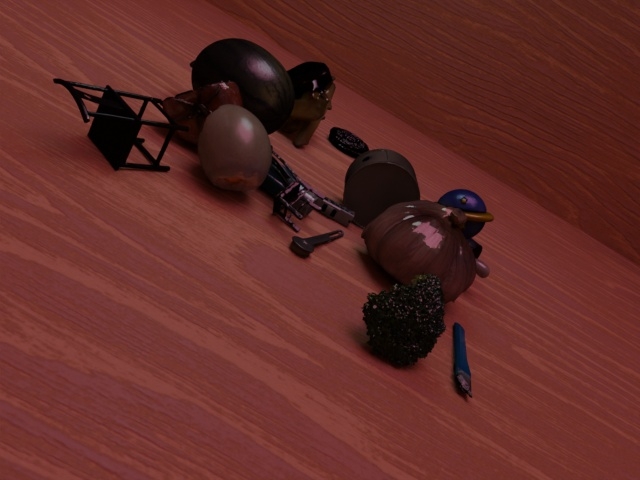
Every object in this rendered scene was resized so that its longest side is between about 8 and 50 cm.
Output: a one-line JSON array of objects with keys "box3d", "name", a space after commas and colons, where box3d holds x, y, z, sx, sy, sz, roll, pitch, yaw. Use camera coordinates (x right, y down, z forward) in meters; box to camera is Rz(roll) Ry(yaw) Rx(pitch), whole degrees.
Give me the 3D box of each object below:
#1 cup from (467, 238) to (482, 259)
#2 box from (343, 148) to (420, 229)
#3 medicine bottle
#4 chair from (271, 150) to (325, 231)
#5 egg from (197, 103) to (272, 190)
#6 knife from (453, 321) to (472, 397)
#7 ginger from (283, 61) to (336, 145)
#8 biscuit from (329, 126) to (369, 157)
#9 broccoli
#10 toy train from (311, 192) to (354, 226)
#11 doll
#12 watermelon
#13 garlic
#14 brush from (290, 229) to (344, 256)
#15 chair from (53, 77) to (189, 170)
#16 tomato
[{"box3d": [0.432, 0.030, 1.730, 0.114, 0.150, 0.138, -29, 56, -23], "name": "cup"}, {"box3d": [0.184, -0.154, 1.616, 0.226, 0.226, 0.149, 28, 25, -9], "name": "box"}, {"box3d": [-0.115, -0.173, 1.480, 0.258, 0.079, 0.124, 39, 35, 12], "name": "medicine bottle"}, {"box3d": [-0.100, -0.134, 1.369, 0.212, 0.084, 0.101, 41, 65, 11], "name": "chair"}, {"box3d": [-0.215, -0.239, 1.329, 0.183, 0.183, 0.216, 8, 73, -40], "name": "egg"}, {"box3d": [0.333, 0.272, 1.250, 0.044, 0.026, 0.296, 35, 22, -1], "name": "knife"}, {"box3d": [-0.100, -0.514, 2.018, 0.413, 0.359, 0.211, -95, 167, -60], "name": "ginger"}, {"box3d": [0.120, -0.407, 2.205, 0.195, 0.053, 0.194, 25, 27, -14], "name": "biscuit"}, {"box3d": [0.167, 0.151, 1.146, 0.194, 0.219, 0.194, 44, -8, 7], "name": "broccoli"}, {"box3d": [0.000, -0.109, 1.539, 0.208, 0.043, 0.047, 29, 25, -6], "name": "toy train"}, {"box3d": [0.372, -0.043, 1.611, 0.311, 0.242, 0.159, 9, 26, 16], "name": "doll"}, {"box3d": [-0.250, -0.477, 1.645, 0.359, 0.278, 0.279, 41, 27, 19], "name": "watermelon"}, {"box3d": [0.275, 0.026, 1.421, 0.322, 0.240, 0.321, 8, 41, -7], "name": "garlic"}, {"box3d": [0.000, 0.000, 1.373, 0.062, 0.027, 0.266, 40, 22, 16], "name": "brush"}, {"box3d": [-0.450, -0.251, 1.174, 0.154, 0.141, 0.260, 45, 26, 26], "name": "chair"}, {"box3d": [-0.307, -0.333, 1.445, 0.180, 0.214, 0.155, -70, 142, -75], "name": "tomato"}]
